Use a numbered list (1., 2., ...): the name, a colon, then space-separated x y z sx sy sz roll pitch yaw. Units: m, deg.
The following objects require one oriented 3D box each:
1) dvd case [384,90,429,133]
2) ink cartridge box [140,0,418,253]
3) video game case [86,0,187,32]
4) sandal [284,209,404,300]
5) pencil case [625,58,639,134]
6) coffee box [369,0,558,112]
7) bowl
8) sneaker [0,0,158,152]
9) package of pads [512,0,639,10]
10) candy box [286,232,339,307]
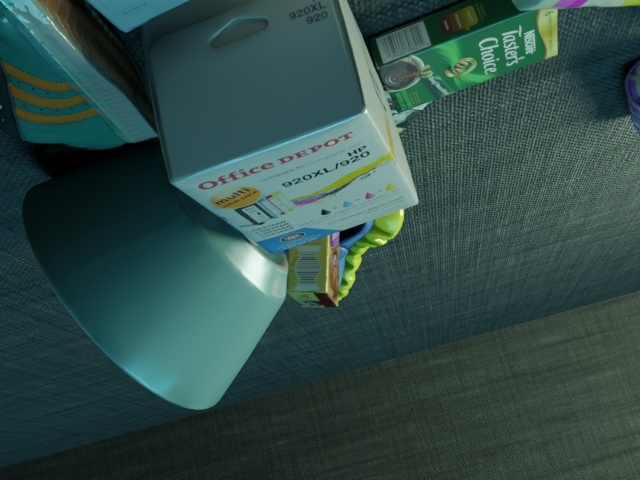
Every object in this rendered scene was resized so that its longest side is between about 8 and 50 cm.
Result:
1. dvd case: 0.068 -0.143 0.913 0.087 0.013 0.119 -3 159 -30
2. ink cartridge box: -0.029 -0.114 0.691 0.171 0.168 0.233 -19 160 12
3. video game case: -0.091 -0.254 0.426 0.244 0.061 0.269 -19 160 15
4. sandal: 0.000 0.000 1.119 0.138 0.126 0.317 -2 149 -22
5. pencil case: 0.460 -0.174 1.000 0.086 0.088 0.206 -26 157 24
6. coffee box: 0.151 -0.200 0.776 0.184 0.040 0.113 -19 160 11
7. bowl: -0.153 0.012 0.830 0.163 0.311 0.311 -39 156 7
8. sneaker: -0.226 -0.138 0.576 0.121 0.108 0.302 -20 162 1
9. package of pads: 0.267 -0.277 0.472 0.229 0.101 0.296 -16 160 -38
10. candy box: -0.006 -0.017 0.933 0.053 0.186 0.109 -2 166 8
